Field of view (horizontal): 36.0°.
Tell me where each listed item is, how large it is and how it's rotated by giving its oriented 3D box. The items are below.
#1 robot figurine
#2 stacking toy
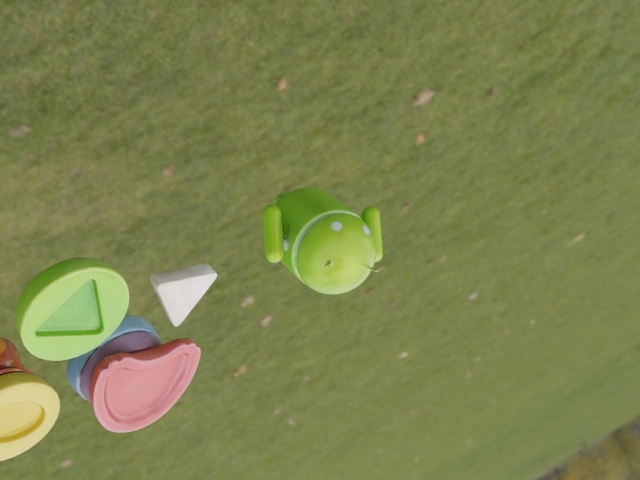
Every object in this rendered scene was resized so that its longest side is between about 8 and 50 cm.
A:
[{"bbox_3d":[0.000,0.000,0.766,0.101,0.115,0.067,3,111,-27],"label":"robot figurine"},{"bbox_3d":[-0.296,0.111,1.211,0.309,0.130,0.280,0,124,-46],"label":"stacking toy"}]
